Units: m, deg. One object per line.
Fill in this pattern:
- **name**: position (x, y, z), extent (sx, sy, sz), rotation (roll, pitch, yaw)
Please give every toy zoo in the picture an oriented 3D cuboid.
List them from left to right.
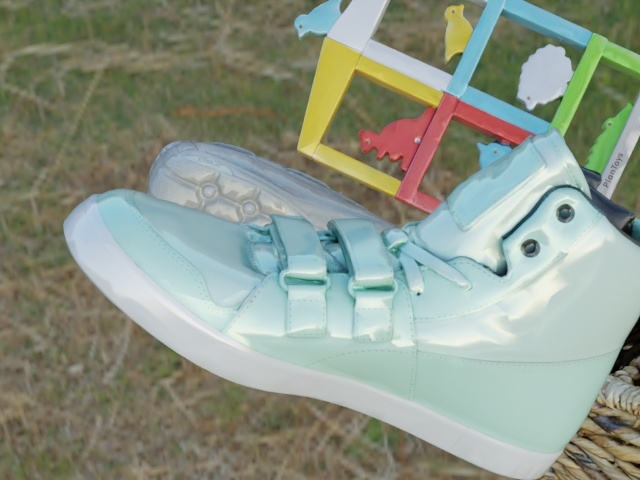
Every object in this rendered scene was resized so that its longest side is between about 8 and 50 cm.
- **toy zoo**: position (0.112, -0.115, 1.309), extent (0.293, 0.030, 0.192), rotation (25, 87, 3)

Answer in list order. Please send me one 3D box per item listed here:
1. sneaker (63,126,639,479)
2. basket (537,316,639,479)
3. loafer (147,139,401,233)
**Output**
- **sneaker**: position (0.028, -0.004, 0.688), extent (0.256, 0.151, 0.094), rotation (22, 21, -22)
- **basket**: position (0.305, 0.074, 1.115), extent (0.299, 0.223, 0.213), rotation (-28, 59, -29)
- **loafer**: position (0.000, 0.000, 1.394), extent (0.319, 0.112, 0.111), rotation (30, 18, -13)
